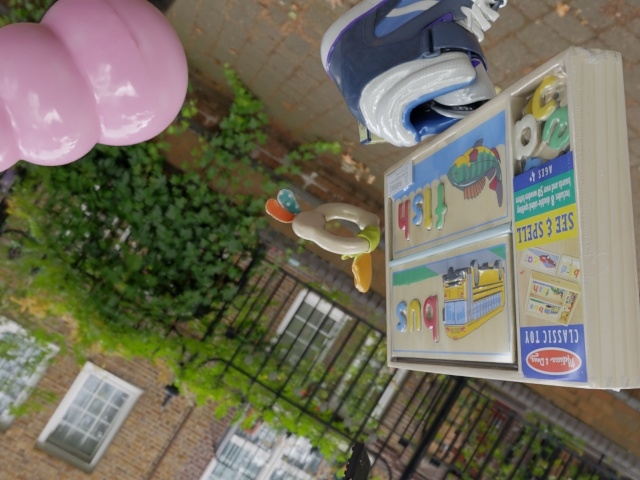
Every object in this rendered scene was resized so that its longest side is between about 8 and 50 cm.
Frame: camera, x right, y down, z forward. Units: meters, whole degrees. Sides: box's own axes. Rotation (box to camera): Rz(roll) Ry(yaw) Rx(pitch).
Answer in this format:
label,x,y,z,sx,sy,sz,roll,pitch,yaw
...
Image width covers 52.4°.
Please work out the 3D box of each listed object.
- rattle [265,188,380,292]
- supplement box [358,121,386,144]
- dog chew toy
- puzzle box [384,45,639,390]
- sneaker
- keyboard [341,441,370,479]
label,x,y,z,sx,sy,sz,roll,pitch,yaw
rattle,0.000,0.000,1.153,0.199,0.130,0.143,6,144,-1
supplement box,0.128,-0.250,1.384,0.083,0.083,0.056,-7,-177,-11
dog chew toy,-0.337,-0.190,0.827,0.206,0.331,0.207,37,145,31
puzzle box,0.165,0.008,0.689,0.052,0.272,0.409,2,170,-16
sneaker,0.172,-0.242,0.773,0.236,0.322,0.130,56,-176,36
keyboard,0.033,0.388,0.951,0.023,0.180,0.108,8,144,21
